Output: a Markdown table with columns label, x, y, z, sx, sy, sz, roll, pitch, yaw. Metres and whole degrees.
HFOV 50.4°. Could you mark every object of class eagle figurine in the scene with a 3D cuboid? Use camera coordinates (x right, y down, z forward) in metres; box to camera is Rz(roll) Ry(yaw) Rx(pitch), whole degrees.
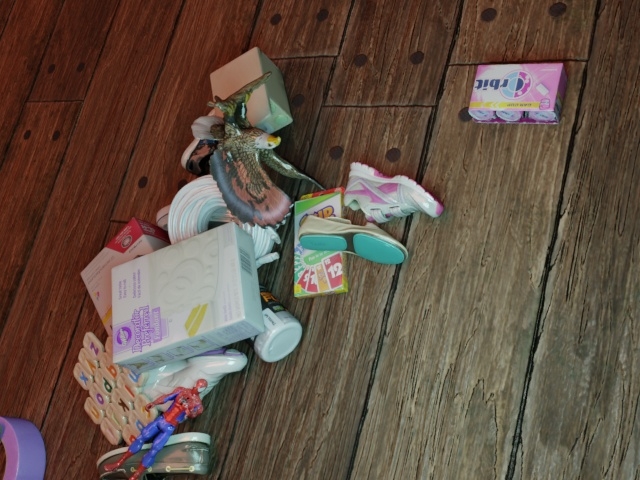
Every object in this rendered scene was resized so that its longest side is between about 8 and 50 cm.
| label | x | y | z | sx | sy | sz | roll | pitch | yaw |
| --- | --- | --- | --- | --- | --- | --- | --- | --- | --- |
| eagle figurine | -0.142 | -0.192 | 1.529 | 0.226 | 0.298 | 0.225 | -25 | 22 | -2 |

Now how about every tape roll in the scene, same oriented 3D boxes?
| label | x | y | z | sx | sy | sz | roll | pitch | yaw |
| --- | --- | --- | --- | --- | --- | --- | --- | --- | --- |
| tape roll | -0.861 | 0.609 | 1.807 | 0.274 | 0.090 | 0.275 | -10 | 67 | 26 |

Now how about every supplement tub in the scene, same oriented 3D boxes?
| label | x | y | z | sx | sy | sz | roll | pitch | yaw |
| --- | --- | --- | --- | --- | --- | --- | --- | --- | --- |
| supplement tub | -0.139 | 0.173 | 1.530 | 0.190 | 0.117 | 0.117 | 41 | 95 | 34 |

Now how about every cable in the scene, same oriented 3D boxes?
| label | x | y | z | sx | sy | sz | roll | pitch | yaw |
| --- | --- | --- | --- | --- | --- | --- | --- | --- | --- |
| cable | -0.232 | -0.031 | 1.617 | 0.257 | 0.089 | 0.257 | -26 | 89 | 15 |

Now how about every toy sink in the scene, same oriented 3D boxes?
| label | x | y | z | sx | sy | sz | roll | pitch | yaw |
| --- | --- | --- | --- | --- | --- | --- | --- | --- | --- |
| toy sink | -0.171 | -0.342 | 1.734 | 0.152 | 0.131 | 0.234 | -26 | 58 | 20 |

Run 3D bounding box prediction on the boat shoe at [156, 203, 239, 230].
| label | x | y | z | sx | sy | sz | roll | pitch | yaw |
| --- | --- | --- | --- | --- | --- | --- | --- | --- | --- |
| boat shoe | -0.301 | -0.047 | 1.725 | 0.267 | 0.096 | 0.088 | -7 | 67 | 17 |

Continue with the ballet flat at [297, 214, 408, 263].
| label | x | y | z | sx | sy | sz | roll | pitch | yaw |
| --- | --- | --- | --- | --- | --- | --- | --- | --- | --- |
| ballet flat | 0.074 | -0.011 | 1.484 | 0.248 | 0.086 | 0.086 | 11 | 77 | 13 |

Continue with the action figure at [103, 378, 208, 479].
| label | x | y | z | sx | sy | sz | roll | pitch | yaw |
| --- | --- | --- | --- | --- | --- | --- | --- | --- | --- |
| action figure | -0.349 | 0.403 | 1.452 | 0.091 | 0.139 | 0.280 | 40 | 81 | 14 |

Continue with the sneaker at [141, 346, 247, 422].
| label | x | y | z | sx | sy | sz | roll | pitch | yaw |
| --- | --- | --- | --- | --- | --- | --- | --- | --- | --- |
| sneaker | -0.293 | 0.336 | 1.584 | 0.305 | 0.114 | 0.152 | -19 | 83 | 23 |

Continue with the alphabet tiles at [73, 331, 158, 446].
| label | x | y | z | sx | sy | sz | roll | pitch | yaw |
| --- | --- | --- | --- | --- | --- | --- | --- | --- | --- |
| alphabet tiles | -0.492 | 0.362 | 1.629 | 0.278 | 0.021 | 0.284 | 42 | 124 | 21 |

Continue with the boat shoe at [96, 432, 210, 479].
| label | x | y | z | sx | sy | sz | roll | pitch | yaw |
| --- | --- | --- | --- | --- | --- | --- | --- | --- | --- |
| boat shoe | -0.386 | 0.515 | 1.551 | 0.305 | 0.109 | 0.091 | -19 | 59 | 19 |

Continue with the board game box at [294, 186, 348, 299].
| label | x | y | z | sx | sy | sz | roll | pitch | yaw |
| --- | --- | --- | --- | --- | --- | --- | --- | --- | --- |
| board game box | 0.000 | 0.000 | 1.565 | 0.124 | 0.039 | 0.260 | -11 | 64 | 25 |

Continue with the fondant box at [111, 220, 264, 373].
| label | x | y | z | sx | sy | sz | roll | pitch | yaw |
| --- | --- | --- | --- | --- | --- | --- | --- | --- | --- |
| fondant box | -0.299 | 0.128 | 1.500 | 0.330 | 0.096 | 0.238 | -21 | 59 | 17 |

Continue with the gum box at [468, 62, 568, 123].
| label | x | y | z | sx | sy | sz | roll | pitch | yaw |
| --- | --- | --- | --- | --- | --- | --- | --- | --- | --- |
| gum box | 0.407 | -0.306 | 1.421 | 0.188 | 0.062 | 0.107 | 8 | 76 | 32 |

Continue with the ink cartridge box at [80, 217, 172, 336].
| label | x | y | z | sx | sy | sz | roll | pitch | yaw |
| --- | --- | --- | --- | --- | --- | --- | --- | --- | --- |
| ink cartridge box | -0.447 | 0.129 | 1.719 | 0.226 | 0.131 | 0.306 | -44 | 55 | 9 |

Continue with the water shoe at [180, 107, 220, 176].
| label | x | y | z | sx | sy | sz | roll | pitch | yaw |
| --- | --- | --- | --- | --- | --- | --- | --- | --- | --- |
| water shoe | -0.290 | -0.264 | 1.823 | 0.080 | 0.073 | 0.203 | 35 | 96 | 13 |

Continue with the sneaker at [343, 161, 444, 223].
| label | x | y | z | sx | sy | sz | roll | pitch | yaw |
| --- | --- | --- | --- | --- | --- | --- | --- | --- | --- |
| sneaker | 0.152 | -0.084 | 1.474 | 0.252 | 0.103 | 0.111 | 22 | 88 | 41 |

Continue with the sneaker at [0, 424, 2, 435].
| label | x | y | z | sx | sy | sz | roll | pitch | yaw |
| --- | --- | --- | --- | --- | --- | --- | --- | --- | --- |
| sneaker | -0.876 | 0.541 | 1.761 | 0.061 | 0.053 | 0.152 | 3 | 68 | 41 |
